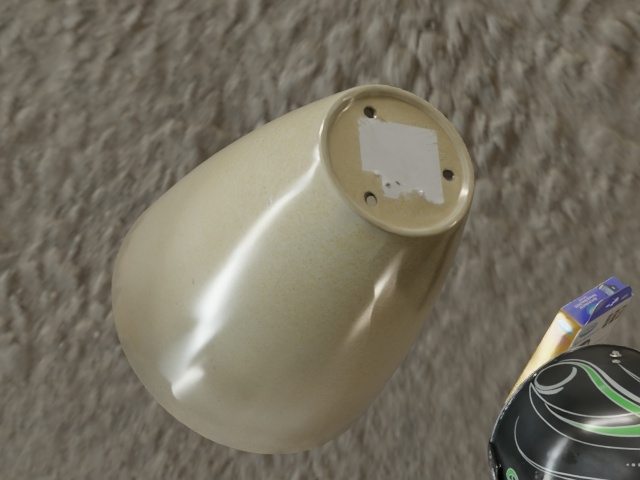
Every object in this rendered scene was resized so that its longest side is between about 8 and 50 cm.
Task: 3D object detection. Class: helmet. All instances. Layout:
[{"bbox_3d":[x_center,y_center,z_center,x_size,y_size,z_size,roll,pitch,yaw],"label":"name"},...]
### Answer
[{"bbox_3d":[0.223,0.170,1.133,0.169,0.161,0.169,-20,127,-28],"label":"helmet"}]

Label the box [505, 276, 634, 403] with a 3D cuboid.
[{"bbox_3d":[0.212,0.086,1.305,0.028,0.081,0.136,41,132,23],"label":"box"}]

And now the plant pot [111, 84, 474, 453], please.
[{"bbox_3d":[0.000,0.000,1.219,0.256,0.256,0.274,36,142,-5],"label":"plant pot"}]
